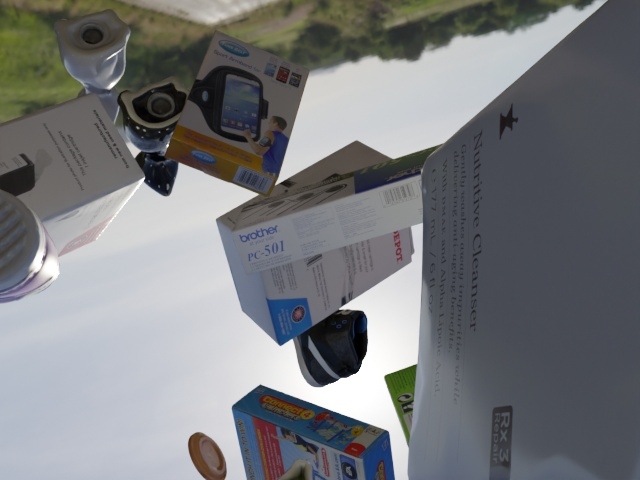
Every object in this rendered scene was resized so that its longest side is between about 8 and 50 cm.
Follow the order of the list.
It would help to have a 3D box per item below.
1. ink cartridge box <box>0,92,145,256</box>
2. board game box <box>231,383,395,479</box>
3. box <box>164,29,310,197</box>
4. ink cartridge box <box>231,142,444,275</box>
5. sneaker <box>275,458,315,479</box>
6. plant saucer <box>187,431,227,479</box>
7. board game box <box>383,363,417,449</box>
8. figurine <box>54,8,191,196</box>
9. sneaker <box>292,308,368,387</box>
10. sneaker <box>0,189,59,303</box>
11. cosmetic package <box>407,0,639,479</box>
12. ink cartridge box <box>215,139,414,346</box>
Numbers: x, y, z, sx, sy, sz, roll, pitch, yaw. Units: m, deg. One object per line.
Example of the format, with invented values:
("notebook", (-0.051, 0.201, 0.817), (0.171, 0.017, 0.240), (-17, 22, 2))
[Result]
("ink cartridge box", (-0.351, -0.026, 0.883), (0.273, 0.114, 0.197), (-29, 176, -37))
("board game box", (-0.005, 0.450, 1.557), (0.302, 0.308, 0.086), (13, -148, 37))
("box", (-0.058, -0.103, 0.634), (0.028, 0.081, 0.136), (125, -18, -53))
("ink cartridge box", (0.028, -0.031, 0.764), (0.207, 0.046, 0.097), (-17, -165, 6))
("sneaker", (-0.063, 0.365, 1.093), (0.080, 0.081, 0.211), (18, -154, 11))
("plant saucer", (-0.167, 0.324, 1.257), (0.013, 0.083, 0.083), (-34, -172, 13))
("board game box", (0.192, 0.118, 0.759), (0.259, 0.039, 0.124), (-22, -161, 2))
("figurine", (-0.266, -0.176, 1.135), (0.092, 0.215, 0.209), (-38, 168, -25))
("sneaker", (0.004, 0.096, 1.215), (0.121, 0.217, 0.079), (-26, 174, 37))
("sneaker", (-0.342, 0.001, 0.640), (0.282, 0.102, 0.161), (13, 169, -4))
("cosmetic package", (0.176, 0.010, 0.358), (0.156, 0.217, 0.385), (8, 162, -12))
("ink cartridge box", (0.000, 0.000, 0.959), (0.203, 0.148, 0.086), (-31, -138, -24))
